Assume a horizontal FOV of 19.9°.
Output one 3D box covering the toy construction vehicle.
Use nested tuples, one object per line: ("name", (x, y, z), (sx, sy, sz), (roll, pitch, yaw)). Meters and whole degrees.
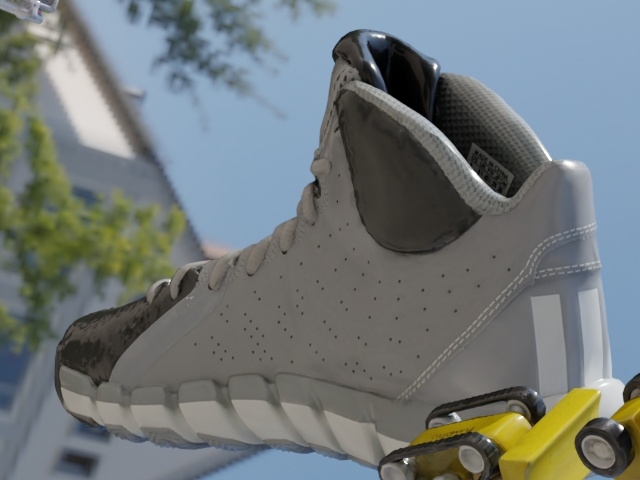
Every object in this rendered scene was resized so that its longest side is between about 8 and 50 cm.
("toy construction vehicle", (0.043, 0.057, 0.347), (0.098, 0.086, 0.035), (-20, -78, 43))

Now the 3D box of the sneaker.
("sneaker", (0.000, 0.000, 0.580), (0.229, 0.086, 0.132), (3, -82, 41))

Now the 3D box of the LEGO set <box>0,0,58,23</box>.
("LEGO set", (-0.139, -0.208, 0.902), (0.287, 0.107, 0.132), (-64, -149, 9))
